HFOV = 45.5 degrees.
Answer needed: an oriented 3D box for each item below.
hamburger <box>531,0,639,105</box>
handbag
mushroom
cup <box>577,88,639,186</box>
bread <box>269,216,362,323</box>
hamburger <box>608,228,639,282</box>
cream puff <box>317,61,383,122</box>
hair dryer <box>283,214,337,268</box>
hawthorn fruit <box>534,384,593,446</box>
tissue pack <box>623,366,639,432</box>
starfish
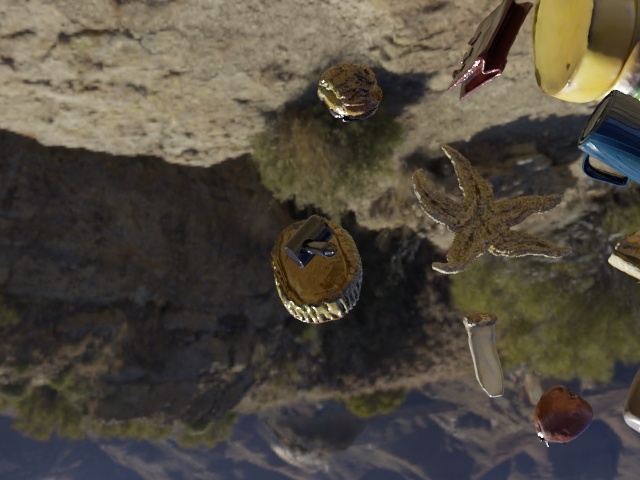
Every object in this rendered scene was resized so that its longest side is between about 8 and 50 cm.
[{"bbox_3d":[0.658,-0.481,1.671,0.277,0.396,0.396,1,167,-4],"label":"hamburger"},{"bbox_3d":[0.480,-0.557,2.192,0.084,0.260,0.275,27,165,-7],"label":"handbag"},{"bbox_3d":[0.399,0.271,1.827,0.084,0.209,0.071,-10,161,9],"label":"mushroom"},{"bbox_3d":[0.486,-0.147,1.208,0.138,0.150,0.113,29,-157,3],"label":"cup"},{"bbox_3d":[-0.006,0.078,1.947,0.227,0.254,0.142,-19,154,4],"label":"bread"},{"bbox_3d":[0.827,0.031,1.678,0.329,0.209,0.162,-27,156,-3],"label":"hamburger"},{"bbox_3d":[0.062,-0.306,1.542,0.133,0.119,0.104,35,157,1],"label":"cream puff"},{"bbox_3d":[-0.001,0.001,1.686,0.114,0.070,0.248,-47,-167,-12],"label":"hair dryer"},{"bbox_3d":[0.364,0.272,1.162,0.081,0.093,0.081,32,-176,-3],"label":"hawthorn fruit"},{"bbox_3d":[0.849,0.371,1.652,0.267,0.277,0.387,28,169,49],"label":"tissue pack"},{"bbox_3d":[0.313,-0.045,1.417,0.302,0.299,0.060,9,145,2],"label":"starfish"}]
